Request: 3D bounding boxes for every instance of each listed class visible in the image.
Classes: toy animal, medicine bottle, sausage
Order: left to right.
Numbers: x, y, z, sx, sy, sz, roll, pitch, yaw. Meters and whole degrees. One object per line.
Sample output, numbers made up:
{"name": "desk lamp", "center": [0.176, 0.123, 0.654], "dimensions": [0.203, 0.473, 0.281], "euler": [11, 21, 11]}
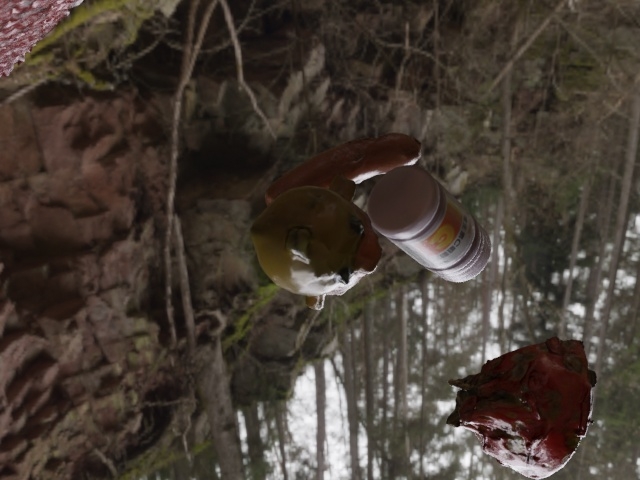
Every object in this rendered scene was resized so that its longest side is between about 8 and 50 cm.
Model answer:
{"name": "toy animal", "center": [-0.004, -0.001, 1.024], "dimensions": [0.168, 0.196, 0.281], "euler": [12, -179, 1]}
{"name": "sausage", "center": [0.041, -0.126, 1.346], "dimensions": [0.326, 0.079, 0.087], "euler": [-26, -105, -24]}
{"name": "medicine bottle", "center": [0.197, -0.024, 1.344], "dimensions": [0.133, 0.249, 0.133], "euler": [-16, -121, 29]}

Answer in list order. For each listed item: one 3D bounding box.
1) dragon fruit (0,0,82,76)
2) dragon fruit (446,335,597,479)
{"name": "dragon fruit", "center": [-0.166, -0.136, 0.297], "dimensions": [0.274, 0.126, 0.161], "euler": [-23, -163, 38]}
{"name": "dragon fruit", "center": [0.302, 0.284, 1.212], "dimensions": [0.211, 0.262, 0.134], "euler": [11, -148, -8]}
